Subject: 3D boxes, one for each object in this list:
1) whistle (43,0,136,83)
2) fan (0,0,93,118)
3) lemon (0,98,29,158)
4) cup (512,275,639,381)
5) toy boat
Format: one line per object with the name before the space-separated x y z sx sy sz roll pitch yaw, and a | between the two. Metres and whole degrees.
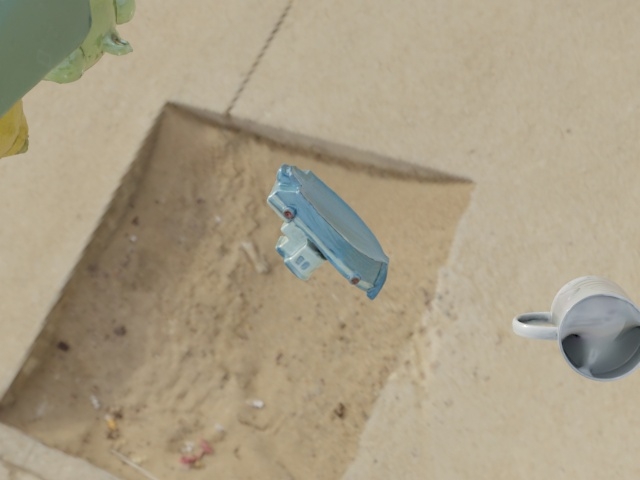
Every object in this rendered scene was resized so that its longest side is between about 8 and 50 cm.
whistle | -0.287 -0.212 0.995 0.288 0.106 0.131 22 46 5
fan | -0.126 -0.010 0.334 0.016 0.038 0.193 6 56 46
lemon | -0.389 -0.126 1.115 0.187 0.244 0.186 -16 71 56
cup | 0.297 0.088 1.345 0.136 0.133 0.099 28 101 2
toy boat | 0.000 0.000 1.549 0.102 0.215 0.088 -40 15 29
